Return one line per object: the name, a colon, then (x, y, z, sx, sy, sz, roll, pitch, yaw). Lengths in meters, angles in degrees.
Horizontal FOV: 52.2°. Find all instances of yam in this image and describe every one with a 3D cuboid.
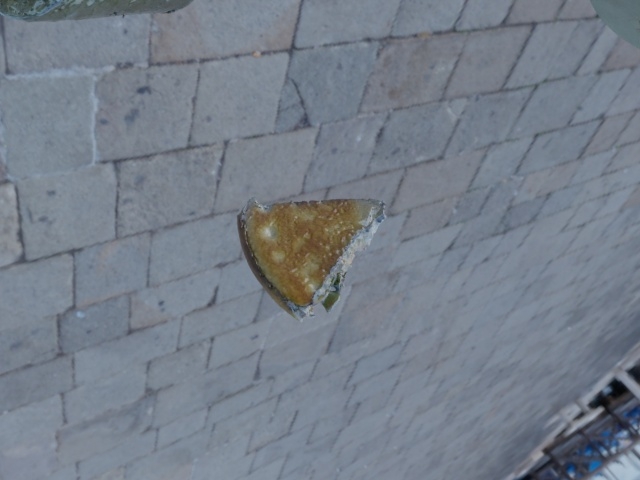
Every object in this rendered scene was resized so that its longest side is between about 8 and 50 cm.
yam: (-0.212, -0.267, 0.645, 0.093, 0.093, 0.259, -57, 176, 28)

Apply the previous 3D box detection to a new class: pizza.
pizza: (0.000, 0.000, 0.839, 0.195, 0.185, 0.052, -26, 158, -13)

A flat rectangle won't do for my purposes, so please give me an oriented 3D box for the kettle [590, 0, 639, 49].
kettle: (0.367, -0.261, 0.555, 0.210, 0.160, 0.243, 39, 95, -23)
